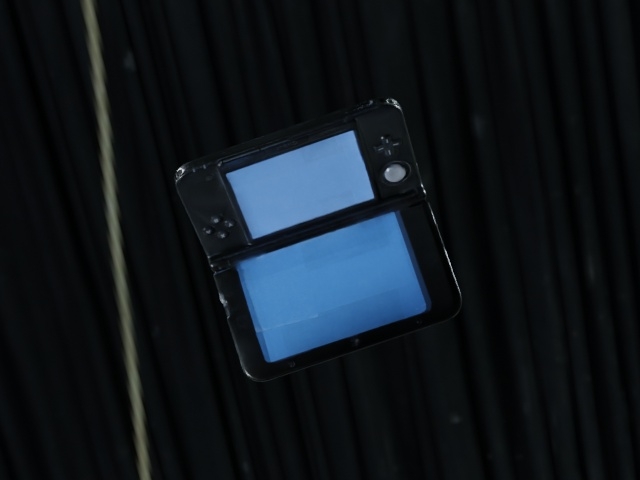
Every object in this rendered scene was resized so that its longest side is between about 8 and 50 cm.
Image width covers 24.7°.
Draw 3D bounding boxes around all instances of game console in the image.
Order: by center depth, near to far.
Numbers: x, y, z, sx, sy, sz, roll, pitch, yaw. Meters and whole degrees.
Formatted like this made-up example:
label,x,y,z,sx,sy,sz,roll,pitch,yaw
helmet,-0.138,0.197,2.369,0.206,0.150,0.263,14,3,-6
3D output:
label,x,y,z,sx,sy,sz,roll,pitch,yaw
game console,0.000,0.000,0.751,0.122,0.107,0.071,-19,47,1
